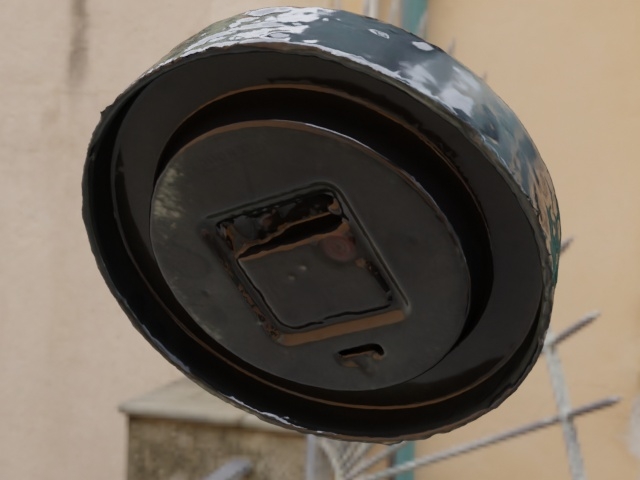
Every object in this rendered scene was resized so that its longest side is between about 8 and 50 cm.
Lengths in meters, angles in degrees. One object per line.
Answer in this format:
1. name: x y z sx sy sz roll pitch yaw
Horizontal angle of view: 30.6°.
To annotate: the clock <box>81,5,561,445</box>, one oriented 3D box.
1. clock: 0.000 0.000 0.666 0.280 0.281 0.055 2 38 22
